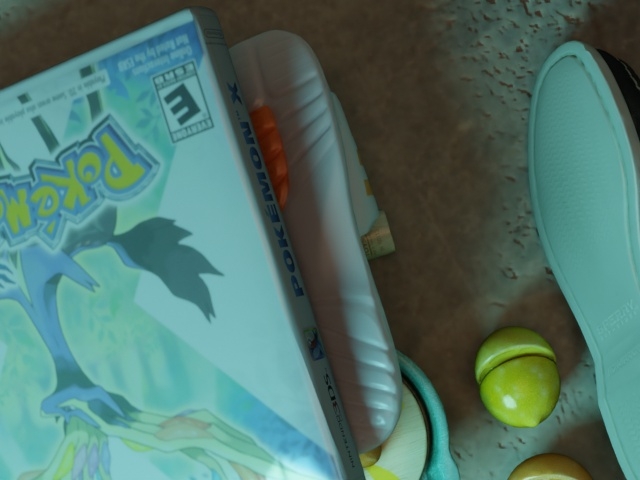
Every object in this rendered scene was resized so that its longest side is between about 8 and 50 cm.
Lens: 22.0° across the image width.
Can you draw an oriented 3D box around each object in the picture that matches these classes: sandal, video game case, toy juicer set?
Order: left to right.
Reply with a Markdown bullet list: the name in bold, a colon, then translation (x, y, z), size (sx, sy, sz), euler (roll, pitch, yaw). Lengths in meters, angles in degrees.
- **video game case**: translation (-0.163, 0.054, 1.008), size (0.329, 0.036, 0.300), euler (-20, 86, 23)
- **sandal**: translation (-0.009, 0.004, 1.014), size (0.102, 0.076, 0.265), euler (-19, 79, 18)
- **toy juicer set**: translation (0.041, 0.102, 1.027), size (0.209, 0.089, 0.329), euler (-37, 85, 0)

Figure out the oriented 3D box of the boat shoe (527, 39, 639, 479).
- **boat shoe**: translation (0.209, 0.018, 1.023), size (0.091, 0.114, 0.303), euler (-5, 76, -26)
